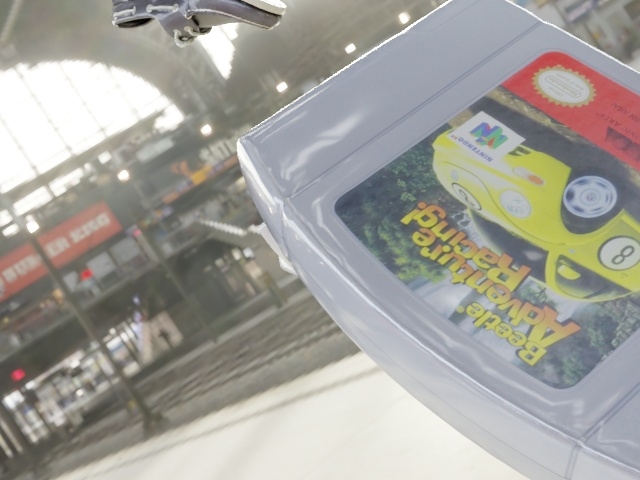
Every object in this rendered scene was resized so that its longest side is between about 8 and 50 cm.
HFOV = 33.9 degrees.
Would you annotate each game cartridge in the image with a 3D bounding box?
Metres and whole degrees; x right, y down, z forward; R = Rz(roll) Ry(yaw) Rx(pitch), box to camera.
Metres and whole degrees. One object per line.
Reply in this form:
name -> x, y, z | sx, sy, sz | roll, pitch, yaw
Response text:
game cartridge -> 0.105, -0.002, 0.484 | 0.196, 0.294, 0.060 | -39, -34, -20

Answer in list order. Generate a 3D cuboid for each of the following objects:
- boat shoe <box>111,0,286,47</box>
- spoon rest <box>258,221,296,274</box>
boat shoe -> -0.114, -0.204, 0.941 | 0.206, 0.065, 0.075 | 21, 11, 36
spoon rest -> 0.000, 0.000, 1.170 | 0.137, 0.084, 0.276 | -29, -2, 11
